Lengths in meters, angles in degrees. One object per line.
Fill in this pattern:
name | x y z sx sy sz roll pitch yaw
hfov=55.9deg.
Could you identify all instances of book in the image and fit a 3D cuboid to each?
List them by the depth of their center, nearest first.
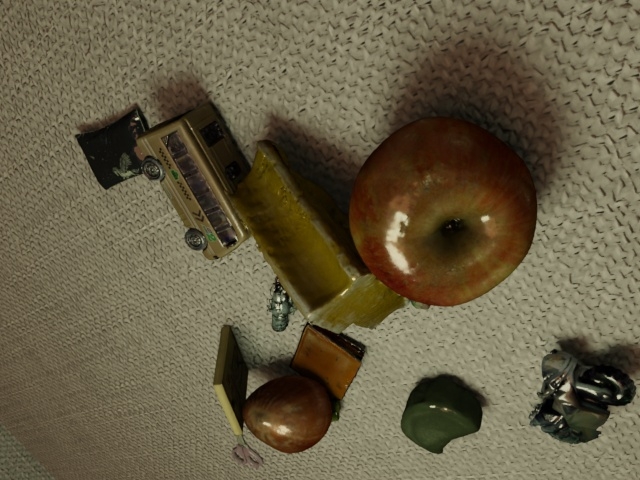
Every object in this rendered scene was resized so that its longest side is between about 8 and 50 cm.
book | -0.214 0.332 1.463 0.026 0.231 0.161 -15 117 4

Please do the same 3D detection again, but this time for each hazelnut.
hazelnut | -0.079 0.410 1.419 0.214 0.214 0.176 -14 80 36

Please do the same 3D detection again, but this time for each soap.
soap | 0.000 0.000 1.158 0.169 0.304 0.338 -39 65 9

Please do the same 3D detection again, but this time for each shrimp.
shrimp | -0.079 0.151 1.354 0.082 0.076 0.174 7 129 -3

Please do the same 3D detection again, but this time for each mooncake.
mooncake | 0.264 0.381 1.306 0.175 0.104 0.168 -10 114 31

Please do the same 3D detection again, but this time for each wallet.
wallet | 0.015 0.282 1.418 0.161 0.042 0.195 31 136 15

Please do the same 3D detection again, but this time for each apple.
apple | 0.184 -0.050 0.954 0.302 0.301 0.301 15 128 20

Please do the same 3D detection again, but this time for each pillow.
pillow | -0.440 -0.192 1.317 0.208 0.055 0.141 -11 110 34

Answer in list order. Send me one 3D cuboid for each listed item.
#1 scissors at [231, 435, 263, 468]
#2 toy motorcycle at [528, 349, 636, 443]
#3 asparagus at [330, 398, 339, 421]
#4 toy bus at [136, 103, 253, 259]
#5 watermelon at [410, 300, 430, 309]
scissors | -0.237 0.604 1.799 0.110 0.021 0.212 3 124 25
toy motorcycle | 0.464 0.296 1.134 0.159 0.106 0.270 29 143 13
asparagus | -0.049 0.446 1.558 0.278 0.060 0.067 -14 95 36
toy bus | -0.221 -0.114 1.200 0.157 0.139 0.289 -16 110 31
watermelon | 0.222 0.060 1.141 0.158 0.121 0.098 -27 133 -6
